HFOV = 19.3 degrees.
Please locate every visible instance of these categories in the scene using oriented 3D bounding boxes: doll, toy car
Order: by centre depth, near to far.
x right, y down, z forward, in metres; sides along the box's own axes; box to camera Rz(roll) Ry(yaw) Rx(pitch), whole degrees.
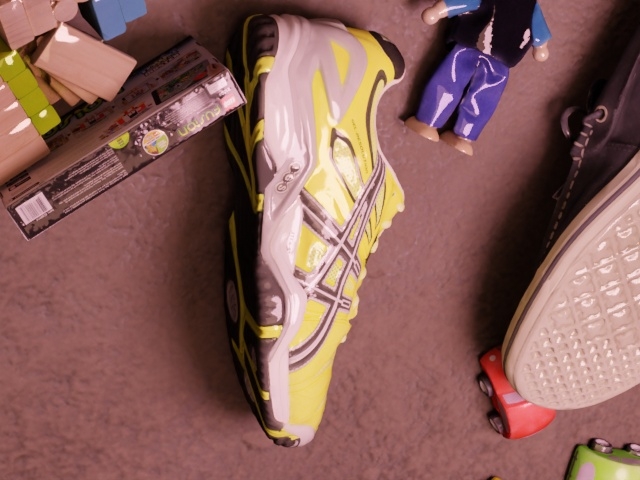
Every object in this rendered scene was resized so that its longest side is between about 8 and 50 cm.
[{"bbox_3d":[0.139,-0.174,1.644,0.129,0.046,0.189,20,102,-25],"label":"doll"},{"bbox_3d":[0.236,0.223,1.817,0.225,0.053,0.239,9,106,-22],"label":"toy car"}]

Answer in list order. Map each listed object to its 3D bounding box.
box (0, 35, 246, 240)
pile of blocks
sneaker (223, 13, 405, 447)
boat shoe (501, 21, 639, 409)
[{"bbox_3d":[-0.169,-0.086,1.531,0.207,0.114,0.036,-33,116,-5],"label":"box"},{"bbox_3d":[-0.212,-0.202,1.487,0.149,0.112,0.362,29,102,-45],"label":"pile of blocks"},{"bbox_3d":[0.000,0.000,1.606,0.147,0.145,0.385,-4,112,-17],"label":"sneaker"},{"bbox_3d":[0.310,-0.070,1.684,0.187,0.156,0.500,18,109,-27],"label":"boat shoe"}]
